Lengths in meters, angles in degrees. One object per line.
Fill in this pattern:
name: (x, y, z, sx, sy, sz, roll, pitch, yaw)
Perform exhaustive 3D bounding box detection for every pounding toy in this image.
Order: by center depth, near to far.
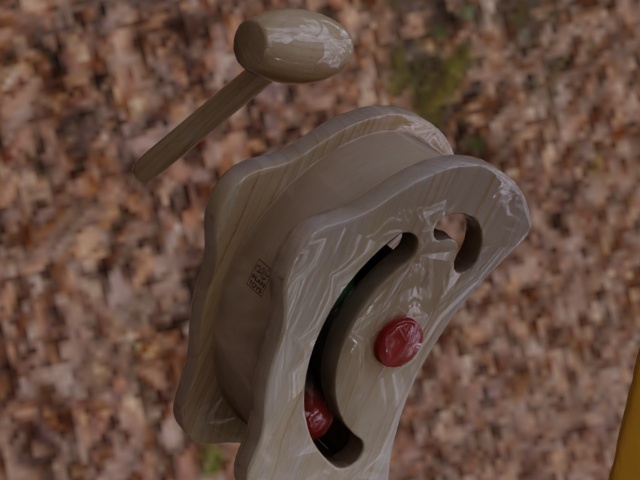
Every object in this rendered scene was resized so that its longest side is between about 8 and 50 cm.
pounding toy: (0.000, 0.000, 0.965, 0.155, 0.154, 0.269, 39, -53, 44)

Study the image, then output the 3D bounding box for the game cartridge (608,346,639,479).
game cartridge: (0.220, 0.003, 0.765, 0.324, 0.053, 0.285, -9, 113, -60)
